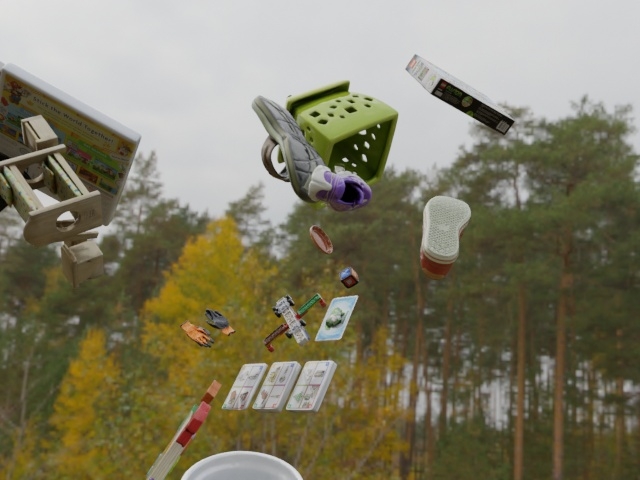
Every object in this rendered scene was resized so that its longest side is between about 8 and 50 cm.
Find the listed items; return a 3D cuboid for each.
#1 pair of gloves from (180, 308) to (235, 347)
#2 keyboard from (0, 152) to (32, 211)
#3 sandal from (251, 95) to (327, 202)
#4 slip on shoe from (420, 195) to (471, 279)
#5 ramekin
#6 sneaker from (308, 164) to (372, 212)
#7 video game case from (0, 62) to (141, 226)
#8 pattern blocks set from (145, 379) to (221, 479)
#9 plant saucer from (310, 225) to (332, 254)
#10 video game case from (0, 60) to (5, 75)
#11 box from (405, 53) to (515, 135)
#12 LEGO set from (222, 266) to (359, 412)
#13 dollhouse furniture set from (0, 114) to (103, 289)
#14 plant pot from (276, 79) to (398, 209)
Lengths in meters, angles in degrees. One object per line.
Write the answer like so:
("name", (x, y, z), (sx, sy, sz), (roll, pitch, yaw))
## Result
("pair of gloves", (-0.205, 0.160, 1.465), (0.074, 0.010, 0.083), (37, 46, 27))
("keyboard", (-0.563, -0.068, 1.270), (0.100, 0.192, 0.038), (53, -10, -30))
("sandal", (-0.069, -0.168, 1.563), (0.086, 0.303, 0.120), (-45, -45, 17))
("slip on shoe", (0.313, -0.016, 2.061), (0.123, 0.331, 0.101), (16, -54, 5))
("ramekin", (-0.174, 0.599, 1.765), (0.277, 0.135, 0.277), (3, 19, -1))
("sneaker", (0.042, -0.068, 1.229), (0.071, 0.068, 0.170), (23, 9, 24))
("video game case", (-0.411, -0.145, 1.266), (0.226, 0.026, 0.206), (29, -47, -4))
("pattern blocks set", (-0.264, 0.379, 1.430), (0.026, 0.285, 0.325), (35, -1, -3))
("plant saucer", (0.000, 0.000, 2.045), (0.013, 0.084, 0.083), (-35, -30, 23))
("video game case", (-0.653, -0.235, 1.541), (0.274, 0.248, 0.035), (32, 29, 35))
("box", (0.265, -0.275, 1.517), (0.207, 0.114, 0.036), (20, -65, -35))
("LEGO set", (-0.021, 0.149, 1.155), (0.182, 0.244, 0.060), (-11, -47, 42))
("dollhouse furniture set", (-0.381, -0.043, 1.078), (0.101, 0.182, 0.161), (-23, -36, -31))
("plant pot", (0.024, -0.247, 1.933), (0.227, 0.207, 0.228), (-25, -33, -32))
